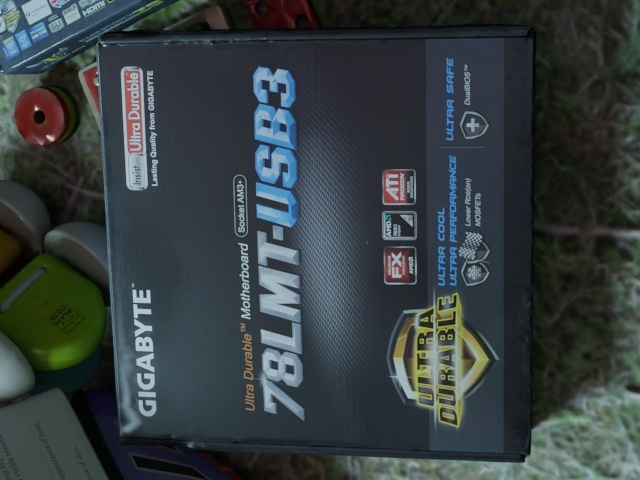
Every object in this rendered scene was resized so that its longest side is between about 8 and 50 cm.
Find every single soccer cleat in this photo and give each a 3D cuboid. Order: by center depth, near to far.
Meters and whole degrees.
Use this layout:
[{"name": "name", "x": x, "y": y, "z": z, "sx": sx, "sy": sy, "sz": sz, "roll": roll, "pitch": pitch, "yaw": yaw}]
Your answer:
[{"name": "soccer cleat", "x": -0.071, "y": 0.224, "z": 1.008, "sx": 0.116, "sy": 0.108, "sz": 0.318, "roll": -37, "pitch": 73, "yaw": -9}]

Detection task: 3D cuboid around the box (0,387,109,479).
[{"name": "box", "x": -0.212, "y": 0.238, "z": 0.969, "sx": 0.182, "sy": 0.119, "sz": 0.181, "roll": 57, "pitch": 151, "yaw": 26}]

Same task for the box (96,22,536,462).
[{"name": "box", "x": 0.000, "y": 0.000, "z": 0.919, "sx": 0.293, "sy": 0.073, "sz": 0.295, "roll": 1, "pitch": 100, "yaw": 8}]

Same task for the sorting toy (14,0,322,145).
[{"name": "sorting toy", "x": -0.103, "y": -0.092, "z": 0.985, "sx": 0.274, "sy": 0.046, "sz": 0.132, "roll": -21, "pitch": 91, "yaw": 22}]

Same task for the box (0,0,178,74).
[{"name": "box", "x": -0.169, "y": -0.250, "z": 0.976, "sx": 0.232, "sy": 0.059, "sz": 0.183, "roll": -22, "pitch": 89, "yaw": 22}]

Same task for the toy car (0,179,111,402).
[{"name": "toy car", "x": -0.240, "y": 0.055, "z": 1.021, "sx": 0.182, "sy": 0.159, "sz": 0.136, "roll": 26, "pitch": 144, "yaw": 22}]
